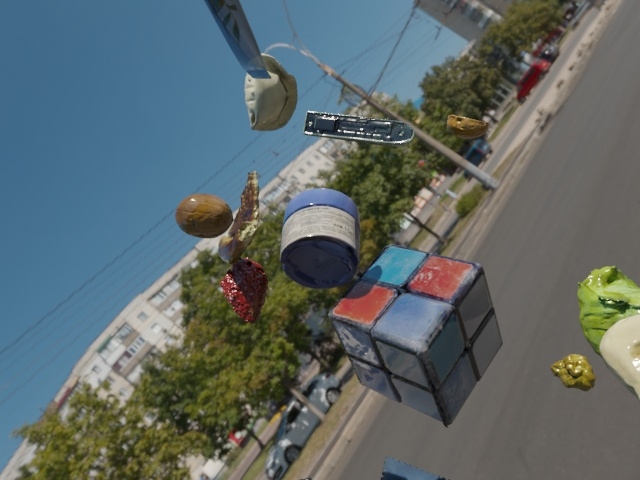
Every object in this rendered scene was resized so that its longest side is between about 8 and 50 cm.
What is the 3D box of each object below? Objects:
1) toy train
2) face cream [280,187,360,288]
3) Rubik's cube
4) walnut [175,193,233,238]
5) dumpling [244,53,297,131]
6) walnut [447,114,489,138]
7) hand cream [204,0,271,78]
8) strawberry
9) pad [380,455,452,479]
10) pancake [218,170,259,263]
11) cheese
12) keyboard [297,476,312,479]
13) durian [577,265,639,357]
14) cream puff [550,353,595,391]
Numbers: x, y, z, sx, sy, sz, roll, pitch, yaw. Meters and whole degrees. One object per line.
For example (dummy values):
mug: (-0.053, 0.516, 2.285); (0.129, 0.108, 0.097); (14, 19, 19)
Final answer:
toy train: (0.140, -0.384, 1.852); (0.088, 0.406, 0.087); (9, -87, -68)
face cream: (0.000, 0.000, 1.634); (0.225, 0.248, 0.249); (-84, 17, -45)
Rubik's cube: (0.260, 0.240, 1.416); (0.318, 0.313, 0.316); (-44, -52, -29)
walnut: (-0.415, -0.088, 1.895); (0.167, 0.207, 0.168); (-173, 90, -80)
dumpling: (-0.110, -0.349, 1.245); (0.133, 0.170, 0.099); (-13, 10, -25)
walnut: (0.386, -0.297, 1.397); (0.091, 0.121, 0.052); (3, -74, -41)
hand cream: (-0.151, -0.368, 0.791); (0.058, 0.272, 0.091); (-36, 29, -17)
strawberry: (-0.205, 0.124, 1.479); (0.085, 0.140, 0.192); (-47, 21, 45)
pad: (0.305, 0.830, 1.638); (0.270, 0.268, 0.012); (-64, -6, -52)
pancake: (-0.210, -0.059, 1.357); (0.266, 0.057, 0.245); (-174, 93, -66)
cheese: (0.710, 0.269, 1.093); (0.174, 0.248, 0.251); (-49, -26, 22)
keyboard: (-0.022, 0.623, 1.200); (0.060, 0.196, 0.018); (-18, 19, 0)
durian: (0.828, 0.237, 1.404); (0.255, 0.204, 0.340); (166, 99, -70)
cream puff: (0.936, 0.493, 1.960); (0.116, 0.146, 0.146); (-9, -11, -1)
